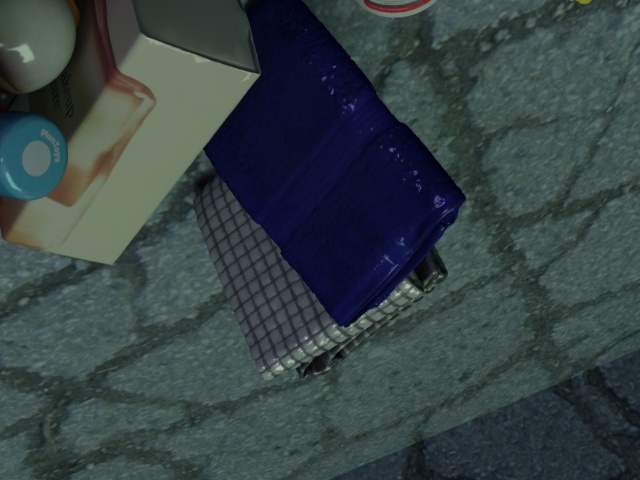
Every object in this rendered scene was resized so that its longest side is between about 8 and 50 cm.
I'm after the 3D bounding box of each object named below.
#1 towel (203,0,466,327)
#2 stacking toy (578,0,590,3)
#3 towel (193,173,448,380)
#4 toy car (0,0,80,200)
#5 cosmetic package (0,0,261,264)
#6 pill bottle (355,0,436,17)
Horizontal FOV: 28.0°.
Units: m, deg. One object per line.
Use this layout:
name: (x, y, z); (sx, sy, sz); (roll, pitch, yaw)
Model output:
towel: (0.002, -0.088, 1.356); (0.076, 0.308, 0.227); (-24, 161, -49)
stacking toy: (0.276, -0.344, 1.405); (0.221, 0.052, 0.167); (2, 142, -42)
towel: (0.000, 0.000, 1.519); (0.235, 0.283, 0.121); (-36, 153, 21)
toy car: (-0.298, -0.177, 1.107); (0.238, 0.219, 0.210); (-60, 135, -25)
cosmetic package: (-0.198, -0.129, 1.243); (0.129, 0.153, 0.296); (14, 133, -34)
pill bottle: (0.067, -0.306, 1.225); (0.108, 0.108, 0.180); (-25, 154, -3)
